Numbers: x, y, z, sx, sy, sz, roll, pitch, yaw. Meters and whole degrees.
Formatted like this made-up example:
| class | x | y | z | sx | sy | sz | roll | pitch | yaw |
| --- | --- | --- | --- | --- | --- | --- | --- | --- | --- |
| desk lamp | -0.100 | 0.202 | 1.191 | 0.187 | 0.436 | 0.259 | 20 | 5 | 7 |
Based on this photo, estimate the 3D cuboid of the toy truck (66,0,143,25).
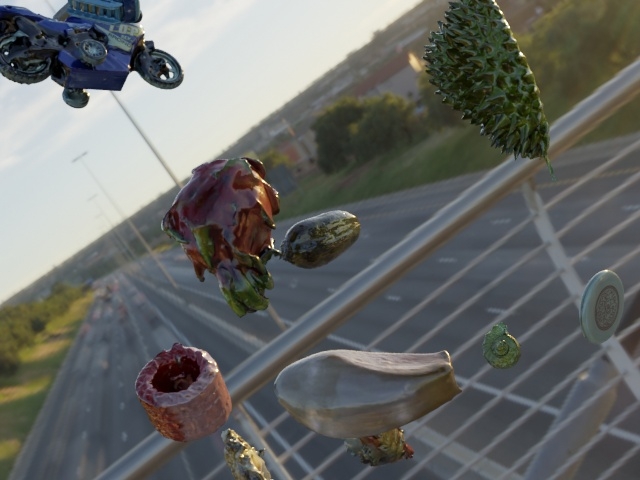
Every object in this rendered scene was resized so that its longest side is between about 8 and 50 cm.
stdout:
| class | x | y | z | sx | sy | sz | roll | pitch | yaw |
| --- | --- | --- | --- | --- | --- | --- | --- | --- | --- |
| toy truck | -0.275 | -0.304 | 1.056 | 0.090 | 0.073 | 0.056 | -22 | -34 | -28 |

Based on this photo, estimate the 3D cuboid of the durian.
| class | x | y | z | sx | sy | sz | roll | pitch | yaw |
| --- | --- | --- | --- | --- | --- | --- | --- | --- | --- |
| durian | 0.262 | -0.265 | 1.243 | 0.170 | 0.355 | 0.157 | 11 | -43 | -30 |

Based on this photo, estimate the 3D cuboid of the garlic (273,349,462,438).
| class | x | y | z | sx | sy | sz | roll | pitch | yaw |
| --- | --- | --- | --- | --- | --- | --- | --- | --- | --- |
| garlic | 0.072 | 0.245 | 1.373 | 0.318 | 0.112 | 0.143 | -4 | 46 | 6 |

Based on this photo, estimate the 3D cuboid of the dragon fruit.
| class | x | y | z | sx | sy | sz | roll | pitch | yaw |
| --- | --- | --- | --- | --- | --- | --- | --- | --- | --- |
| dragon fruit | -0.138 | -0.015 | 1.406 | 0.200 | 0.269 | 0.198 | -33 | -7 | -38 |

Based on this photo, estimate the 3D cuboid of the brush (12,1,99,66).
| class | x | y | z | sx | sy | sz | roll | pitch | yaw |
| --- | --- | --- | --- | --- | --- | --- | --- | --- | --- |
| brush | -0.619 | -0.487 | 1.935 | 0.313 | 0.072 | 0.067 | -37 | -25 | 11 |

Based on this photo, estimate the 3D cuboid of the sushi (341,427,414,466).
| class | x | y | z | sx | sy | sz | roll | pitch | yaw |
| --- | --- | --- | --- | --- | --- | --- | --- | --- | --- |
| sushi | 0.118 | 0.423 | 1.748 | 0.103 | 0.226 | 0.097 | -41 | 36 | 17 |

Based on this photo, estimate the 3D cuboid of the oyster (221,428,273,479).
| class | x | y | z | sx | sy | sz | roll | pitch | yaw |
| --- | --- | --- | --- | --- | --- | --- | --- | --- | --- |
| oyster | -0.139 | 0.616 | 2.031 | 0.107 | 0.354 | 0.201 | -36 | -12 | -2 |

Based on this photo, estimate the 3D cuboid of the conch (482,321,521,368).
| class | x | y | z | sx | sy | sz | roll | pitch | yaw |
| --- | --- | --- | --- | --- | --- | --- | --- | --- | --- |
| conch | 0.346 | 0.200 | 1.580 | 0.074 | 0.089 | 0.121 | 2 | -13 | 20 |

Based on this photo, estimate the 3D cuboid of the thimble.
| class | x | y | z | sx | sy | sz | roll | pitch | yaw |
| --- | --- | --- | --- | --- | --- | --- | --- | --- | --- |
| thimble | -0.273 | 0.307 | 1.665 | 0.163 | 0.125 | 0.190 | -31 | 31 | -21 |

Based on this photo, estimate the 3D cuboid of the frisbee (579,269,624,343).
| class | x | y | z | sx | sy | sz | roll | pitch | yaw |
| --- | --- | --- | --- | --- | --- | --- | --- | --- | --- |
| frisbee | 0.413 | 0.098 | 1.216 | 0.110 | 0.110 | 0.014 | -38 | 30 | -29 |

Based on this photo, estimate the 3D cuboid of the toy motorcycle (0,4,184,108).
| class | x | y | z | sx | sy | sz | roll | pitch | yaw |
| --- | --- | --- | --- | --- | --- | --- | --- | --- | --- |
| toy motorcycle | -0.371 | -0.306 | 1.303 | 0.316 | 0.168 | 0.113 | -3 | -30 | -35 |

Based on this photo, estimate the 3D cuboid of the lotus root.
| class | x | y | z | sx | sy | sz | roll | pitch | yaw |
| --- | --- | --- | --- | --- | --- | --- | --- | --- | --- |
| lotus root | 0.000 | 0.000 | 1.525 | 0.179 | 0.089 | 0.080 | -22 | -9 | -35 |
